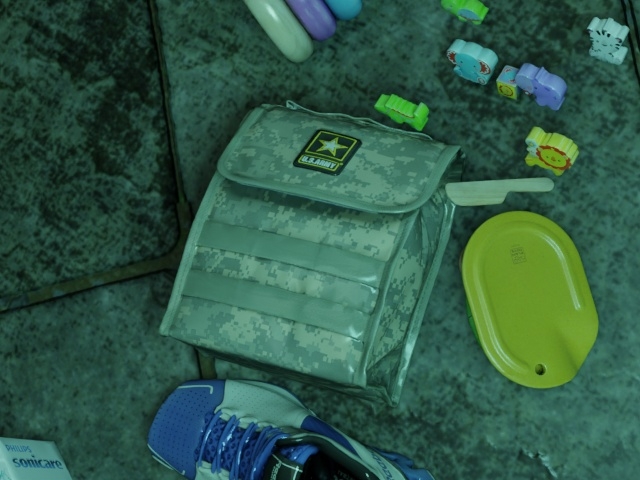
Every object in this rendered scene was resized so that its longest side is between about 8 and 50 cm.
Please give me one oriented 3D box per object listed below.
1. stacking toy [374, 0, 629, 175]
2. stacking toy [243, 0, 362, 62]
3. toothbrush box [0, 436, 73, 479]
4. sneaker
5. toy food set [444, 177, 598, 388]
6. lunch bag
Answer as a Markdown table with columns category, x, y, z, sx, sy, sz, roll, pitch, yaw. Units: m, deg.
| category | x | y | z | sx | sy | sz | roll | pitch | yaw |
| --- | --- | --- | --- | --- | --- | --- | --- | --- | --- |
| stacking toy | 0.187 | -0.171 | 1.390 | 0.221 | 0.052 | 0.167 | 21 | 64 | 24 |
| stacking toy | 0.064 | -0.339 | 1.465 | 0.330 | 0.141 | 0.141 | -36 | 70 | 7 |
| toothbrush box | -0.338 | 0.392 | 1.475 | 0.216 | 0.126 | 0.296 | -35 | 69 | 11 |
| sneaker | -0.042 | 0.218 | 1.365 | 0.315 | 0.182 | 0.128 | 19 | 86 | 23 |
| toy food set | 0.196 | 0.045 | 1.375 | 0.128 | 0.071 | 0.218 | -11 | 80 | -15 |
| lunch bag | 0.000 | 0.000 | 1.402 | 0.235 | 0.169 | 0.287 | 13 | 79 | 20 |
